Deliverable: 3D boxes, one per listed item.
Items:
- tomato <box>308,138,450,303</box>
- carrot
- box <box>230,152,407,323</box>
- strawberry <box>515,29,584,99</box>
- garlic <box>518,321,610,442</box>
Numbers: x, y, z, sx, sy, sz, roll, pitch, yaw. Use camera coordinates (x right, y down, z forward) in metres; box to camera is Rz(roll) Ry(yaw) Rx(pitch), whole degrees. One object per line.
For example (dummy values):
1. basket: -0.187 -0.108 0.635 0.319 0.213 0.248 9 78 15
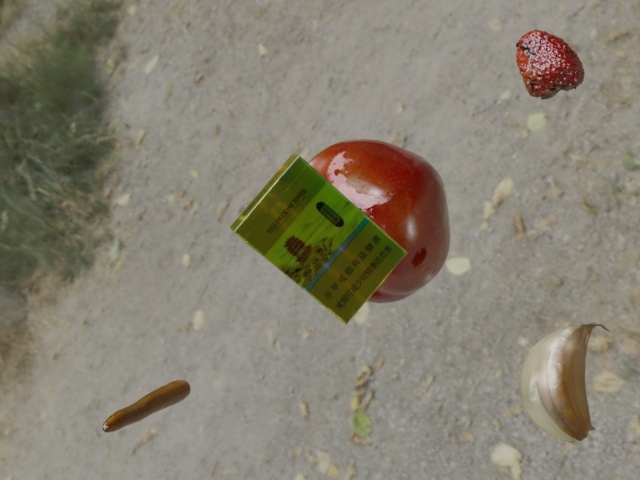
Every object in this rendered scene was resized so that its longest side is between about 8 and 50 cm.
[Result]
1. tomato: 0.099 -0.044 1.503 0.226 0.298 0.299 -42 23 -29
2. carrot: -0.315 0.302 1.594 0.043 0.248 0.043 4 100 25
3. box: 0.000 0.000 1.072 0.121 0.193 0.030 -49 20 -1
4. strawberry: 0.299 -0.234 1.152 0.083 0.096 0.083 -34 20 15
5. garlic: 0.389 0.221 1.437 0.128 0.115 0.206 4 75 34
